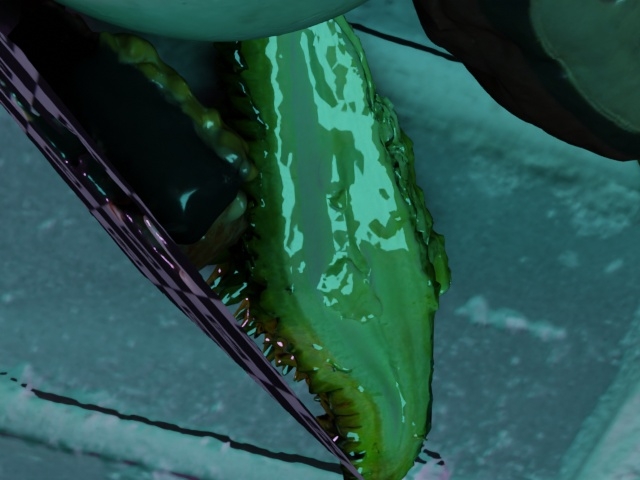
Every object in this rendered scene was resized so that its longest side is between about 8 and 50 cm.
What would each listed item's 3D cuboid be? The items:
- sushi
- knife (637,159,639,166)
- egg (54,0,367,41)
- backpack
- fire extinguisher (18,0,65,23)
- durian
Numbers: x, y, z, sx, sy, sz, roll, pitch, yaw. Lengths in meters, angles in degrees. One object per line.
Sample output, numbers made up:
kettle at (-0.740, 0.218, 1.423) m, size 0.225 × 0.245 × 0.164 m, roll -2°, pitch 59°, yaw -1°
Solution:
sushi at (-0.082, -0.043, 0.741) m, size 0.050 × 0.290 × 0.264 m, roll -42°, pitch 122°, yaw -8°
knife at (0.210, -0.020, 0.948) m, size 0.061 × 0.027 × 0.343 m, roll -26°, pitch 125°, yaw 2°
egg at (-0.073, -0.247, 0.585) m, size 0.276 × 0.276 × 0.389 m, roll -26°, pitch 118°, yaw 7°
backpack at (0.133, -0.156, 0.760) m, size 0.229 × 0.139 × 0.229 m, roll -24°, pitch 131°, yaw -30°
fire extinguisher at (-0.128, -0.118, 0.817) m, size 0.022 × 0.028 × 0.083 m, roll -17°, pitch 132°, yaw -39°
durian at (-0.002, 0.005, 0.875) m, size 0.132 × 0.107 × 0.375 m, roll -16°, pitch 124°, yaw -2°
